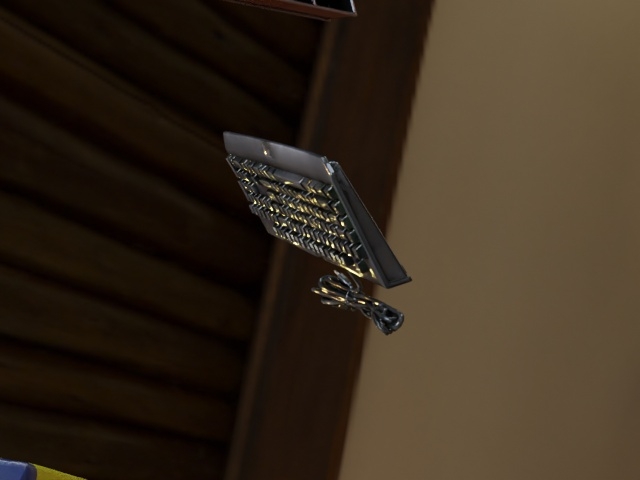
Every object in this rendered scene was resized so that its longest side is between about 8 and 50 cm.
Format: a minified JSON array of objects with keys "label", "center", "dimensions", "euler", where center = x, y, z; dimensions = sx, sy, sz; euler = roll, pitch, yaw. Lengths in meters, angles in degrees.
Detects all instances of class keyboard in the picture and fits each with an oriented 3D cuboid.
[{"label":"keyboard","center":[0.000,0.000,1.203],"dimensions":[0.033,0.317,0.201],"euler":[-36,-73,-10]}]

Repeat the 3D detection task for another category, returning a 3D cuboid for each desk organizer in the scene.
[{"label":"desk organizer","center":[-0.032,-0.222,1.188],"dimensions":[0.130,0.050,0.047],"euler":[6,-88,-31]}]

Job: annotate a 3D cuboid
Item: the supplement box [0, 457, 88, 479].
[{"label":"supplement box","center":[-0.278,0.250,0.990],"dimensions":[0.356,0.195,0.194],"euler":[79,-159,-76]}]
